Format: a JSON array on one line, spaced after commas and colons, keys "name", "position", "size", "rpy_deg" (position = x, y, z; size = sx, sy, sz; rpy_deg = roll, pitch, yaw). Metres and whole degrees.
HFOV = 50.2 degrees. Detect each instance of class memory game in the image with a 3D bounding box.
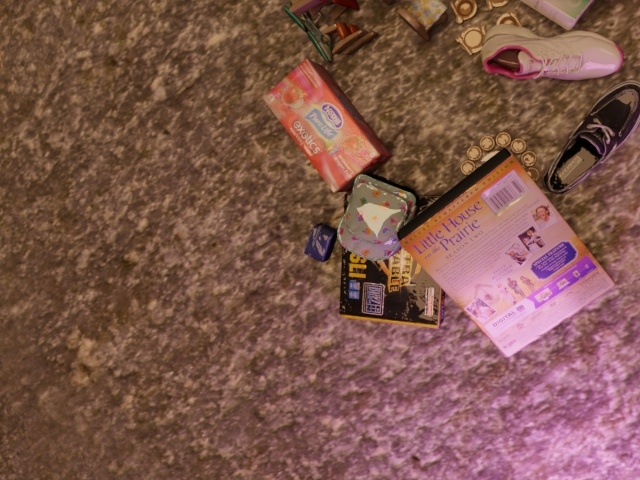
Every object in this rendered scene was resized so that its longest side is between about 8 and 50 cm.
[{"name": "memory game", "position": [0.427, -0.164, 1.631], "size": [0.186, 0.012, 0.186], "rpy_deg": [2, 97, 18]}]

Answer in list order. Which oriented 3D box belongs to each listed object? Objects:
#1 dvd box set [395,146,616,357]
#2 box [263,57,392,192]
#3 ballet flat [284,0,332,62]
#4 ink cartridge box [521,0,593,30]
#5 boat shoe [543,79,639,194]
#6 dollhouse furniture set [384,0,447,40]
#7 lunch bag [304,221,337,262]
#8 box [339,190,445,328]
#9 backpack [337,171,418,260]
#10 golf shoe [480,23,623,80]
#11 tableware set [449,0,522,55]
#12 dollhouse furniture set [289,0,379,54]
[{"name": "dvd box set", "position": [0.416, 0.041, 1.530], "size": [0.307, 0.062, 0.420], "rpy_deg": [-40, 111, 16]}, {"name": "box", "position": [0.021, -0.279, 1.684], "size": [0.154, 0.142, 0.300], "rpy_deg": [-38, 84, 17]}, {"name": "ballet flat", "position": [-0.014, -0.536, 1.713], "size": [0.070, 0.070, 0.188], "rpy_deg": [-39, 87, 18]}, {"name": "ink cartridge box", "position": [0.511, -0.592, 1.502], "size": [0.224, 0.056, 0.181], "rpy_deg": [38, 80, 10]}, {"name": "boat shoe", "position": [0.609, -0.227, 1.516], "size": [0.108, 0.102, 0.301], "rpy_deg": [43, 107, 10]}, {"name": "dollhouse furniture set", "position": [0.207, -0.727, 1.505], "size": [0.394, 0.256, 0.362], "rpy_deg": [47, 106, 11]}, {"name": "lunch bag", "position": [0.000, 0.000, 1.760], "size": [0.065, 0.067, 0.099], "rpy_deg": [23, 101, 14]}, {"name": "box", "position": [0.183, 0.041, 1.700], "size": [0.257, 0.079, 0.322], "rpy_deg": [5, 97, 19]}, {"name": "backpack", "position": [0.128, -0.046, 1.596], "size": [0.165, 0.144, 0.189], "rpy_deg": [23, 106, 10]}, {"name": "golf shoe", "position": [0.501, -0.394, 1.505], "size": [0.306, 0.140, 0.115], "rpy_deg": [11, 133, 20]}, {"name": "tableware set", "position": [0.388, -0.527, 1.601], "size": [0.168, 0.020, 0.141], "rpy_deg": [-21, 89, 19]}, {"name": "dollhouse furniture set", "position": [0.023, -0.586, 1.591], "size": [0.135, 0.259, 0.262], "rpy_deg": [-28, 88, 28]}]
